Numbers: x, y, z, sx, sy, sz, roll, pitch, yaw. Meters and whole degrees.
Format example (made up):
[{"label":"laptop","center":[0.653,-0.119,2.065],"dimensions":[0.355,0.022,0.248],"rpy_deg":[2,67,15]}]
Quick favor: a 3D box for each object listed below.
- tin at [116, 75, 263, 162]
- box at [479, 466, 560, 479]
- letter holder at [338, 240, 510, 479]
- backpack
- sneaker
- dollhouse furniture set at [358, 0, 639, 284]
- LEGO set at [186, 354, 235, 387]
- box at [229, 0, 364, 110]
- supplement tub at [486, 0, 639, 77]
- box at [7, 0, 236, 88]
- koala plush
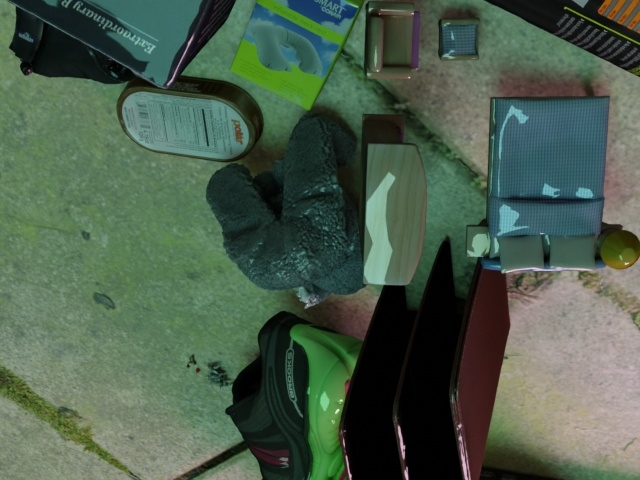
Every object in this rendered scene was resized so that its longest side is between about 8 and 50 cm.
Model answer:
[{"label":"tin","center":[-0.166,-0.152,1.244],"dimensions":[0.189,0.040,0.106],"rpy_deg":[9,136,14]},{"label":"box","center":[0.380,0.488,1.575],"dimensions":[0.322,0.079,0.257],"rpy_deg":[8,134,14]},{"label":"letter holder","center":[0.129,0.127,1.192],"dimensions":[0.152,0.302,0.214],"rpy_deg":[4,131,18]},{"label":"backpack","center":[-0.275,-0.278,1.119],"dimensions":[0.152,0.115,0.182],"rpy_deg":[3,130,3]},{"label":"sneaker","center":[-0.039,0.275,1.511],"dimensions":[0.202,0.185,0.483],"rpy_deg":[35,137,20]},{"label":"dollhouse furniture set","center":[0.194,-0.092,1.004],"dimensions":[0.303,0.198,0.286],"rpy_deg":[1,106,0]},{"label":"LEGO set","center":[-0.178,0.215,1.581],"dimensions":[0.083,0.023,0.054],"rpy_deg":[12,133,11]},{"label":"box","center":[-0.023,-0.241,1.105],"dimensions":[0.109,0.042,0.178],"rpy_deg":[26,135,-3]},{"label":"supplement tub","center":[0.275,-0.261,0.859],"dimensions":[0.338,0.207,0.207],"rpy_deg":[26,134,-3]},{"label":"box","center":[-0.157,-0.389,0.852],"dimensions":[0.293,0.212,0.395],"rpy_deg":[29,120,-5]},{"label":"koala plush","center":[0.000,0.000,1.224],"dimensions":[0.196,0.203,0.221],"rpy_deg":[-29,141,18]}]
